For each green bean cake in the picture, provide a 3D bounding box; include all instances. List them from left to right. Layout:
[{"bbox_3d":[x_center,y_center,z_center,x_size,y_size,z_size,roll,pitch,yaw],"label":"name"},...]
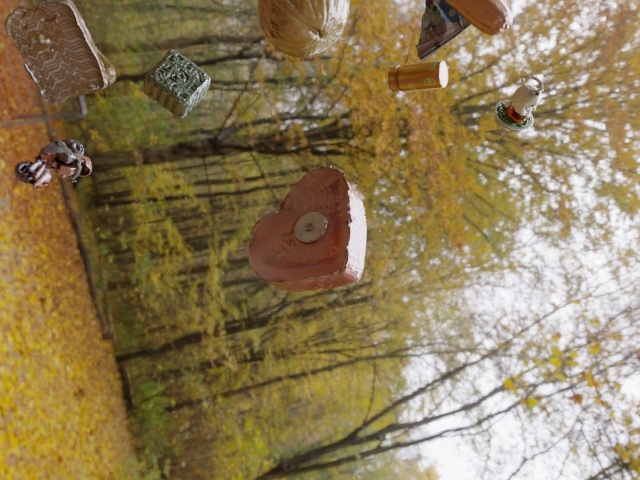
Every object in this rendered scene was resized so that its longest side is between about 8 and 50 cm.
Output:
[{"bbox_3d":[-0.469,-0.519,2.076,0.173,0.181,0.094,37,-34,-8],"label":"green bean cake"}]

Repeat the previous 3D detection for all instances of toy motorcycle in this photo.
[{"bbox_3d":[-0.681,-0.192,1.642,0.118,0.212,0.084,42,-48,-1],"label":"toy motorcycle"}]

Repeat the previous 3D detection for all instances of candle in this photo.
[{"bbox_3d":[0.000,0.000,1.503,0.287,0.317,0.131,39,2,40],"label":"candle"}]

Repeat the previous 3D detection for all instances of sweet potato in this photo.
[{"bbox_3d":[-0.717,-0.558,2.037,0.346,0.079,0.108,49,3,37],"label":"sweet potato"}]

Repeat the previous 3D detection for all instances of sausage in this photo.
[{"bbox_3d":[0.302,-0.558,1.385,0.289,0.086,0.086,40,-21,0],"label":"sausage"}]

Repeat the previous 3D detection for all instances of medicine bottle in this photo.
[{"bbox_3d":[0.340,-0.572,2.211,0.192,0.096,0.096,2,-74,29],"label":"medicine bottle"}]

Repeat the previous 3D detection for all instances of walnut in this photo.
[{"bbox_3d":[-0.058,-0.746,1.999,0.333,0.333,0.332,169,-90,-74],"label":"walnut"}]

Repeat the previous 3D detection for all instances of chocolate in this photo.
[{"bbox_3d":[-0.559,-0.409,1.348,0.093,0.149,0.214,-118,-170,-54],"label":"chocolate"}]

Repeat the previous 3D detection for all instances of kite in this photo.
[{"bbox_3d":[0.289,-0.618,1.598,0.011,0.315,0.334,-76,174,-81],"label":"kite"}]

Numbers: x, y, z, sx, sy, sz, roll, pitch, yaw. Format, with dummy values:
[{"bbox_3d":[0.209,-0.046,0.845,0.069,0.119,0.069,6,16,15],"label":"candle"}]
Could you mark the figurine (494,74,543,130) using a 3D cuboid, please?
[{"bbox_3d":[0.612,-0.427,1.916,0.153,0.133,0.132,109,-34,-54],"label":"figurine"}]
